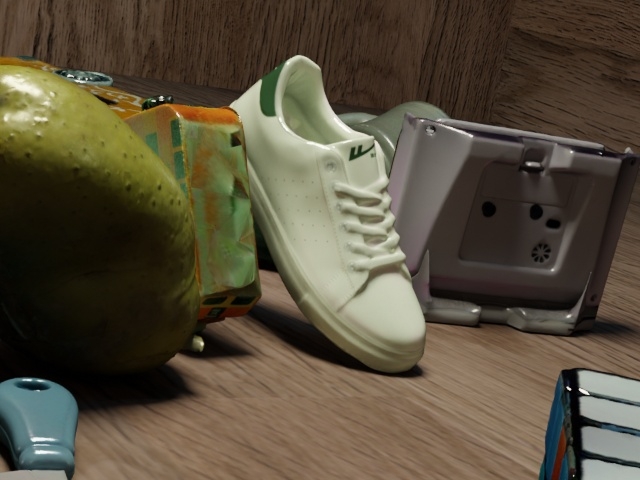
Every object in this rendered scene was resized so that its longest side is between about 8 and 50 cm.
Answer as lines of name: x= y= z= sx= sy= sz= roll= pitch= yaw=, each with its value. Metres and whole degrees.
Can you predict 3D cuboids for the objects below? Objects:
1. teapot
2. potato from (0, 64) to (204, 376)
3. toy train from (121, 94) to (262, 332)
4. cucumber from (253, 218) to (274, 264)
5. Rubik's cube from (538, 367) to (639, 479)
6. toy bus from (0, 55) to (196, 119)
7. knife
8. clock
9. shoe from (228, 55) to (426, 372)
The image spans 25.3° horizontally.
teapot: x=0.079 y=-0.074 z=1.711 sx=0.149 sy=0.162 sz=0.239 roll=-11 pitch=53 yaw=-43
potato: x=-0.170 y=-0.007 z=0.915 sx=0.169 sy=0.248 sz=0.143 roll=-9 pitch=49 yaw=13
toy train: x=-0.105 y=-0.022 z=1.080 sx=0.072 sy=0.188 sz=0.099 roll=-1 pitch=-8 yaw=-42
cucumber: x=0.000 y=0.000 z=1.402 sx=0.244 sy=0.063 sz=0.115 roll=9 pitch=-24 yaw=-1
Rubik's cube: x=0.152 y=0.149 z=0.537 sx=0.155 sy=0.151 sz=0.154 roll=13 pitch=9 yaw=7
toy bus: x=-0.238 y=-0.065 z=1.264 sx=0.323 sy=0.162 sz=0.194 roll=22 pitch=18 yaw=38
knife: x=-0.145 y=0.125 z=0.717 sx=0.058 sy=0.032 sz=0.244 roll=10 pitch=14 yaw=-16
clock: x=0.170 y=-0.012 z=1.330 sx=0.253 sy=0.186 sz=0.083 roll=6 pitch=17 yaw=-21
shoe: x=0.013 y=-0.026 z=1.118 sx=0.095 sy=0.110 sz=0.265 roll=-15 pitch=63 yaw=-50
